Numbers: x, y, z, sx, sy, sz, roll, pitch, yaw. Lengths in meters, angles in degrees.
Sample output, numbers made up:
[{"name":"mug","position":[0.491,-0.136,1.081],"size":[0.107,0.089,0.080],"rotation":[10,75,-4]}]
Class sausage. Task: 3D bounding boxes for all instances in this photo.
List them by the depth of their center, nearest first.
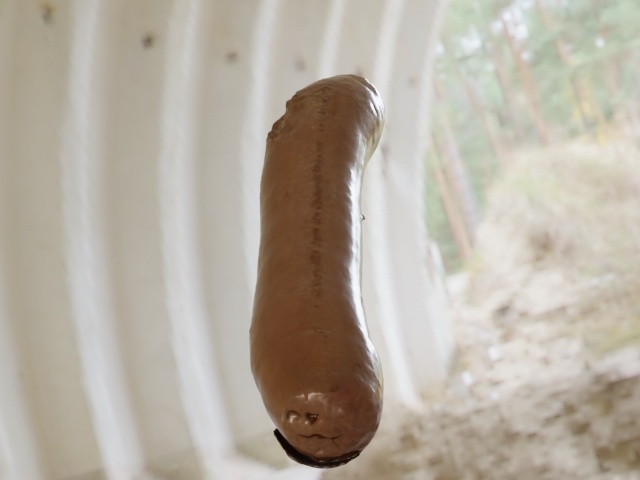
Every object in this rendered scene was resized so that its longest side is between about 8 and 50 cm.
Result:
[{"name":"sausage","position":[0.000,0.000,0.568],"size":[0.043,0.043,0.186],"rotation":[-18,34,15]}]
